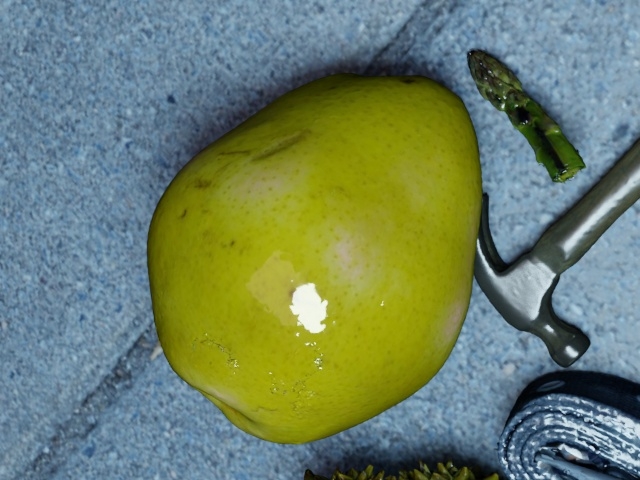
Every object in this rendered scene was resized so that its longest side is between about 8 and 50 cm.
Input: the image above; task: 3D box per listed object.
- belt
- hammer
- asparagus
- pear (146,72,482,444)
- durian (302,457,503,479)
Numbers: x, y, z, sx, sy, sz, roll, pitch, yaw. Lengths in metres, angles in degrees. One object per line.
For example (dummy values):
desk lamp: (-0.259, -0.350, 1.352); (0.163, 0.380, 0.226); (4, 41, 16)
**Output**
belt: (0.262, 0.196, 0.993); (0.218, 0.128, 0.122); (23, 107, 15)
hammer: (0.305, -0.088, 0.980); (0.168, 0.044, 0.440); (46, 110, 7)
asparagus: (0.174, -0.113, 1.005); (0.036, 0.030, 0.165); (-51, 53, 24)
pear: (0.006, 0.012, 1.008); (0.336, 0.285, 0.285); (-34, 84, -16)
durian: (0.099, 0.319, 1.028); (0.293, 0.258, 0.258); (11, 102, 23)
